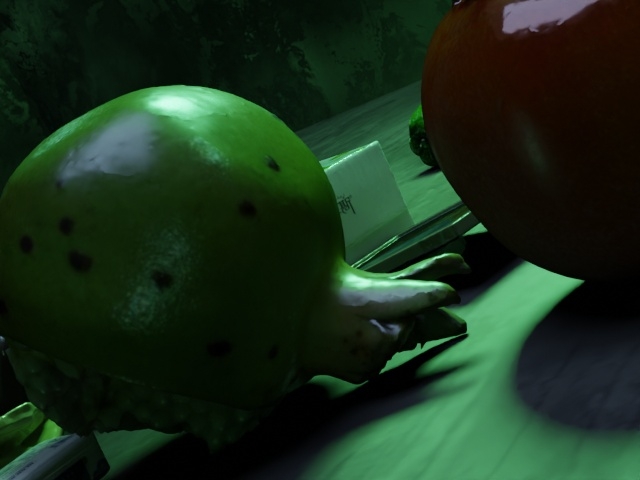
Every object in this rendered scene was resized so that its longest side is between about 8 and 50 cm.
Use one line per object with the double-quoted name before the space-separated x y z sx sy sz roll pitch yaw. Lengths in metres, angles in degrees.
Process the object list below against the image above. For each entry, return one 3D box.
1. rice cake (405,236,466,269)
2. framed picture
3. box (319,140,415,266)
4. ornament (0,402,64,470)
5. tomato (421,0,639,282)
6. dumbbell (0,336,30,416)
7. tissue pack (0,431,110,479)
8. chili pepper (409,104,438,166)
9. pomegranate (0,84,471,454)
"rice cake" 0.086 0.026 1.065 0.022 0.021 0.121 -12 17 39
"framed picture" 0.090 -0.004 1.112 0.184 0.016 0.250 -32 1 -39
"box" -0.062 0.005 1.314 0.194 0.111 0.260 -32 9 -41
"ornament" -0.284 0.176 1.084 0.201 0.059 0.180 -20 6 40
"tomato" 0.191 -0.093 0.802 0.256 0.224 0.256 -21 7 3
"dumbbell" -0.233 0.083 1.219 0.225 0.124 0.140 -23 47 21
"tissue pack" -0.198 0.171 0.900 0.062 0.042 0.083 -15 13 41
"chili pepper" 0.213 -0.185 1.733 0.253 0.099 0.083 -30 -9 -31
"pomegranate" -0.070 0.023 0.868 0.341 0.260 0.260 7 16 10
